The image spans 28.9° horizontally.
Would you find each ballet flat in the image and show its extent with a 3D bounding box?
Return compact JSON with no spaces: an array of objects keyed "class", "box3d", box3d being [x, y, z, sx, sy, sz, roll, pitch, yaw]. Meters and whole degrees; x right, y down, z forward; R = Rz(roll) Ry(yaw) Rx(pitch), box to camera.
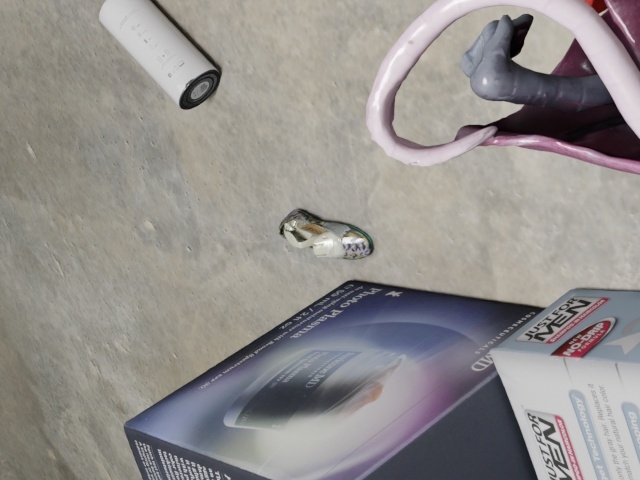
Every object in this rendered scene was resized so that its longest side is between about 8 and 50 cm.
[{"class":"ballet flat","box3d":[0.000,0.000,1.227,0.114,0.041,0.041,20,131,43]}]

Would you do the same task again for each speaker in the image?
[{"class":"speaker","box3d":[-0.166,-0.198,1.267,0.136,0.055,0.055,46,145,17]}]

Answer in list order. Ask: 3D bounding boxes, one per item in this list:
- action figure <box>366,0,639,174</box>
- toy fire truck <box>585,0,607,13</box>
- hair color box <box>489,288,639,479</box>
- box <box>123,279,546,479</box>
[{"class":"action figure","box3d":[0.256,-0.033,0.629,0.370,0.276,0.248,52,132,18]},{"class":"toy fire truck","box3d":[0.233,-0.122,0.816,0.192,0.047,0.135,35,140,30]},{"class":"hair color box","box3d":[0.313,0.143,0.868,0.374,0.113,0.185,0,116,52]},{"class":"box","box3d":[0.045,0.182,1.085,0.294,0.296,0.182,7,121,49]}]
